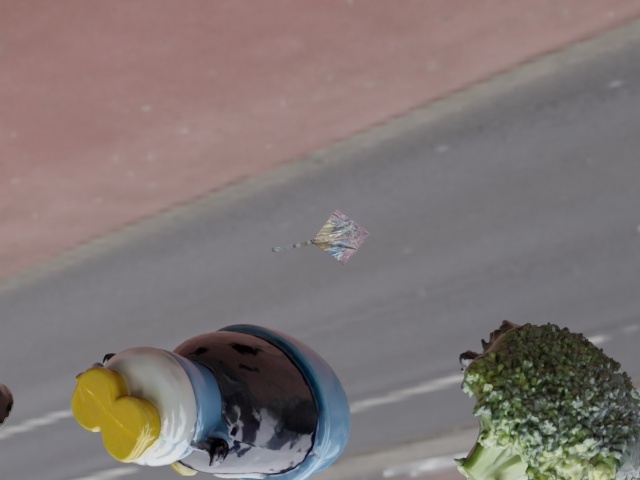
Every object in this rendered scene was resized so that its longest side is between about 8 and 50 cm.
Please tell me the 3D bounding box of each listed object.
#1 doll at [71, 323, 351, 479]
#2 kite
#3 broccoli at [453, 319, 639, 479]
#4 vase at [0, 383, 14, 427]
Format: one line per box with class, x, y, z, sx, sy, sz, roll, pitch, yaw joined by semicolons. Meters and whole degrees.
doll;-0.085;0.152;1.327;0.314;0.177;0.141;5;116;-52
kite;0.003;0.005;1.207;0.078;0.044;0.002;-31;-169;13
broccoli;0.207;0.167;1.337;0.176;0.198;0.226;-31;177;-22
vase;-0.372;0.013;1.252;0.165;0.165;0.360;-10;120;5
